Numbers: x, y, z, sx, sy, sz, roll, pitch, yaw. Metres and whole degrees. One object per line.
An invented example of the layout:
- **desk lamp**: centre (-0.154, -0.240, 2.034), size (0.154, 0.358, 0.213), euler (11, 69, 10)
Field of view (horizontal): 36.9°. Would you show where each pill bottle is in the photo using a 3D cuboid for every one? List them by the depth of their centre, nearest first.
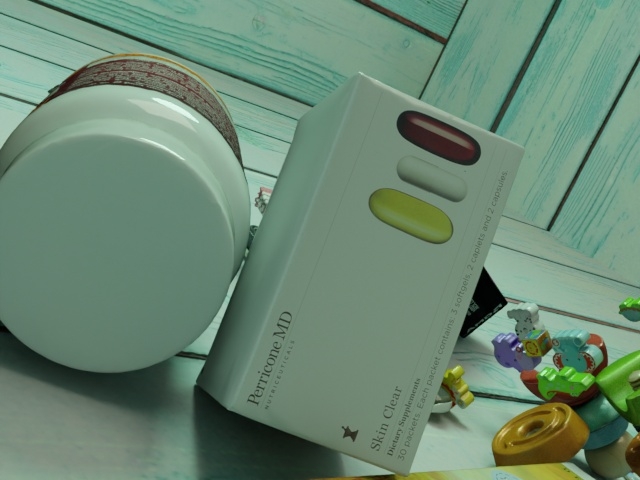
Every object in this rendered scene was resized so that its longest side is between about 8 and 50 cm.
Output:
- **pill bottle**: centre (-0.180, -0.043, 0.887), size (0.224, 0.224, 0.392), euler (23, 13, -13)

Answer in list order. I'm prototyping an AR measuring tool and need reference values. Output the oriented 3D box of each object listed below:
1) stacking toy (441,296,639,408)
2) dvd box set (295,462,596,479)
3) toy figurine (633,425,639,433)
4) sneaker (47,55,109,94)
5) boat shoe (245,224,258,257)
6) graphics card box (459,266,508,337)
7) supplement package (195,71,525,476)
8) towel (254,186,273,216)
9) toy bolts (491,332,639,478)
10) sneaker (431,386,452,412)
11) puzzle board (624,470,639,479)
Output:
- **stacking toy**: centre (0.243, 0.123, 1.033), size (0.167, 0.052, 0.221), euler (-32, 13, -35)
- **dvd box set**: centre (0.175, 0.272, 0.664), size (0.420, 0.062, 0.307), euler (12, 19, -46)
- **toy figurine**: centre (0.499, 0.216, 1.149), size (0.148, 0.213, 0.209), euler (44, 0, -38)
- **sneaker**: centre (-0.311, -0.200, 1.528), size (0.330, 0.147, 0.129), euler (17, 47, 43)
- **boat shoe**: centre (0.001, 0.034, 1.242), size (0.254, 0.079, 0.095), euler (31, 20, 30)
- **graphics card box**: centre (0.119, -0.014, 1.266), size (0.233, 0.094, 0.371), euler (52, 4, 26)
- **supplement package**: centre (0.021, 0.028, 0.780), size (0.145, 0.262, 0.204), euler (22, -8, -12)
- **towel**: centre (0.000, 0.000, 1.178), size (0.144, 0.029, 0.197), euler (16, 21, -22)
- **toy bolts**: centre (0.294, 0.219, 1.015), size (0.159, 0.218, 0.228), euler (60, -1, -8)
- **sneaker**: centre (0.082, 0.129, 1.049), size (0.158, 0.065, 0.061), euler (32, 14, 27)
- **puzzle board**: centre (0.397, 0.284, 1.156), size (0.096, 0.011, 0.128), euler (22, 14, -16)
